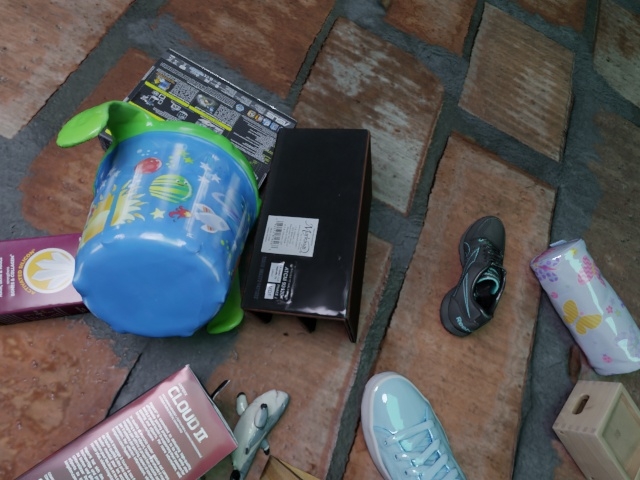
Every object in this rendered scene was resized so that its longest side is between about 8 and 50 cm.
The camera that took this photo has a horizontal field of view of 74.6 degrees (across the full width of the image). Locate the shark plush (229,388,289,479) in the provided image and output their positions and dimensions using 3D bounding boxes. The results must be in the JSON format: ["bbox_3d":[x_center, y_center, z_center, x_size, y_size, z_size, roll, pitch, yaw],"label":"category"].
[{"bbox_3d":[-0.094,0.302,0.622,0.067,0.073,0.161,34,56,-37],"label":"shark plush"}]

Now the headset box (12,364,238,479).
[{"bbox_3d":[-0.231,0.264,0.500,0.293,0.218,0.110,-32,84,-23],"label":"headset box"}]

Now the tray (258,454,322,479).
[{"bbox_3d":[0.054,0.342,0.455,0.202,0.411,0.076,29,65,-6],"label":"tray"}]

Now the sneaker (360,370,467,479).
[{"bbox_3d":[0.182,0.373,0.627,0.135,0.150,0.366,-18,79,-24],"label":"sneaker"}]

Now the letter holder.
[{"bbox_3d":[0.000,0.000,0.705,0.151,0.214,0.302,4,68,12],"label":"letter holder"}]

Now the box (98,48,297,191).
[{"bbox_3d":[-0.207,-0.187,0.748,0.269,0.060,0.216,28,67,-6],"label":"box"}]

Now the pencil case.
[{"bbox_3d":[0.544,0.130,0.846,0.124,0.113,0.273,-25,81,-33],"label":"pencil case"}]

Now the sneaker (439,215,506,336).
[{"bbox_3d":[0.319,0.058,0.805,0.101,0.106,0.268,28,65,-5],"label":"sneaker"}]

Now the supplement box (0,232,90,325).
[{"bbox_3d":[-0.406,0.056,0.591,0.188,0.081,0.104,-7,74,-19],"label":"supplement box"}]

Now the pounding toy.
[{"bbox_3d":[0.555,0.367,0.785,0.181,0.094,0.206,-38,95,-29],"label":"pounding toy"}]

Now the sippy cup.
[{"bbox_3d":[-0.198,-0.006,0.549,0.305,0.240,0.224,27,29,-25],"label":"sippy cup"}]
